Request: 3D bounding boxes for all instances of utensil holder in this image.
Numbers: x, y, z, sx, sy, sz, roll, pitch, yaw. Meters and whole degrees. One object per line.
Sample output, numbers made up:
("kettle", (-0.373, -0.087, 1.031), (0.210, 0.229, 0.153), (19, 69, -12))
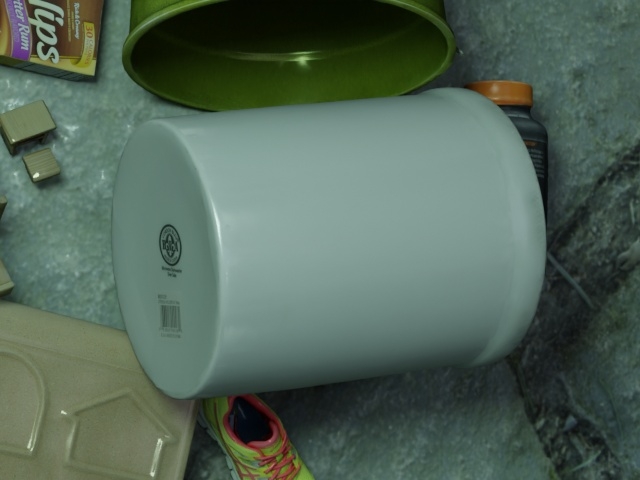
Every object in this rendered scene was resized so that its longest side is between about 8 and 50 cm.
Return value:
("utensil holder", (0.000, 0.000, 1.912), (0.385, 0.327, 0.328), (-5, 89, -28))

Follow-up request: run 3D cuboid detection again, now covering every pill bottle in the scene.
("pill bottle", (0.217, -0.072, 2.138), (0.130, 0.130, 0.246), (4, 85, -25))

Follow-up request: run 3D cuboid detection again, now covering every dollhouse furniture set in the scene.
("dollhouse furniture set", (-0.330, -0.052, 1.861), (0.161, 0.101, 0.182), (-23, 79, -25))

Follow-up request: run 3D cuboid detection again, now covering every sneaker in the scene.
("sneaker", (-0.066, 0.244, 2.000), (0.081, 0.094, 0.208), (-47, 107, -22))

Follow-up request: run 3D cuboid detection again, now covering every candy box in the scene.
("candy box", (-0.336, -0.250, 1.914), (0.186, 0.053, 0.109), (10, 81, -35))

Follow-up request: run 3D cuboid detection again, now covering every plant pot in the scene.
("plant pot", (-0.042, -0.366, 1.941), (0.366, 0.366, 0.353), (5, 72, -25))

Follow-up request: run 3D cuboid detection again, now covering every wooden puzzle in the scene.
("wooden puzzle", (-0.310, 0.254, 1.897), (0.322, 0.080, 0.348), (16, 75, -24))

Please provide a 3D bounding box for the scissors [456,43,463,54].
("scissors", (0.120, -0.278, 2.026), (0.021, 0.297, 0.109), (-3, 101, -11))
